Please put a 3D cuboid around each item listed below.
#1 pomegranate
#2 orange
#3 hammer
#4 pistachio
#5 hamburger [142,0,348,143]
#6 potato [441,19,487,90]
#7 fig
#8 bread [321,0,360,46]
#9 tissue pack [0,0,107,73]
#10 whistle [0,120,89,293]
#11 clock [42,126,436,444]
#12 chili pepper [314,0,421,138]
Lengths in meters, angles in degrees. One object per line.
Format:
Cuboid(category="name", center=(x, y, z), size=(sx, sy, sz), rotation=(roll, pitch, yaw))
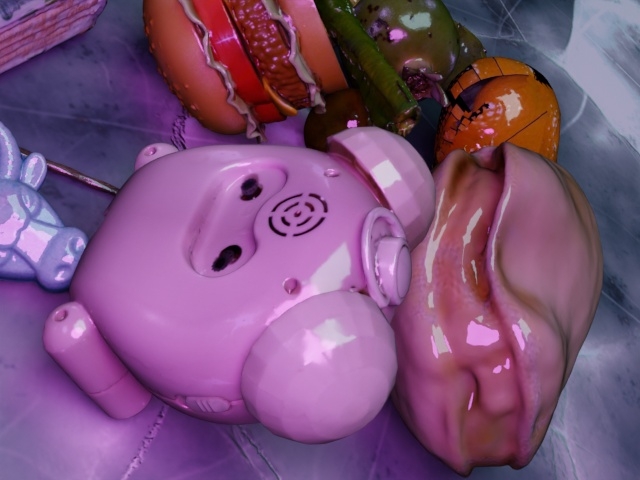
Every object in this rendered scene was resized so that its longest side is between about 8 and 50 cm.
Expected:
Cuboid(category="pomegranate", center=(0.120, -0.263, 1.283), size=(0.181, 0.181, 0.224), rotation=(14, 42, -26))
Cuboid(category="orange", center=(0.260, -0.155, 1.313), size=(0.182, 0.234, 0.234), rotation=(11, 36, 30))
Cuboid(category="hammer", center=(-0.262, -0.064, 1.030), size=(0.292, 0.029, 0.058), rotation=(24, 51, -22))
Cuboid(category="pistachio", center=(0.197, 0.062, 1.059), size=(0.281, 0.365, 0.445), rotation=(-2, 39, 13))
Cuboid(category="hamburger", center=(-0.104, -0.255, 1.109), size=(0.274, 0.212, 0.274), rotation=(-23, 90, -85))
Cuboid(category="potato", center=(0.171, -0.314, 1.446), size=(0.225, 0.090, 0.117), rotation=(15, 74, -20))
Cuboid(category="fig", center=(0.027, -0.183, 1.272), size=(0.124, 0.124, 0.236), rotation=(18, 28, -23))
Cuboid(category="bread", center=(0.028, -0.411, 1.408), size=(0.140, 0.106, 0.236), rotation=(35, 46, -7))
Cuboid(category="tissue pack", center=(-0.421, -0.298, 1.007), size=(0.228, 0.128, 0.311), rotation=(43, 46, 0))
Cuboid(category="whistle", center=(-0.342, -0.023, 0.901), size=(0.274, 0.093, 0.186), rotation=(30, 74, -10))
Cuboid(category="clock", center=(-0.062, 0.031, 0.880), size=(0.184, 0.325, 0.342), rotation=(64, 35, -49))
Cuboid(category="chili pepper", center=(0.051, -0.274, 1.189), size=(0.076, 0.085, 0.359), rotation=(4, 51, -28))
